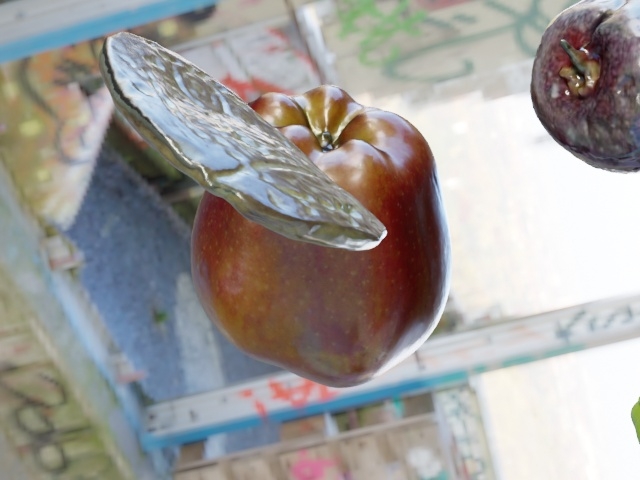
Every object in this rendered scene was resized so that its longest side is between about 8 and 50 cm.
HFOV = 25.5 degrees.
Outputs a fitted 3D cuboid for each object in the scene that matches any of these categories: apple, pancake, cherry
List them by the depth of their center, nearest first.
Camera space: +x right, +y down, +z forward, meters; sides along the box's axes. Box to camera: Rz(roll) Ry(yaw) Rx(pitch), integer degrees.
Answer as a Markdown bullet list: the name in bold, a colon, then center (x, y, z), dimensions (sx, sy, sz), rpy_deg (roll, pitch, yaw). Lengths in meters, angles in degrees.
- **pancake**: center (-0.056, -0.068, 1.009), dimensions (0.250, 0.031, 0.250), rpy_deg (34, 13, -9)
- **cherry**: center (0.299, -0.152, 1.321), dimensions (0.195, 0.195, 0.195), rpy_deg (-14, 90, -80)
- **apple**: center (0.000, 0.000, 1.548), dimensions (0.288, 0.288, 0.317), rpy_deg (-85, 178, -63)

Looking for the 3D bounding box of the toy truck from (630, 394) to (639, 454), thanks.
- **toy truck**: center (0.433, 0.207, 1.593), dimensions (0.210, 0.187, 0.148), rpy_deg (58, -34, 16)
